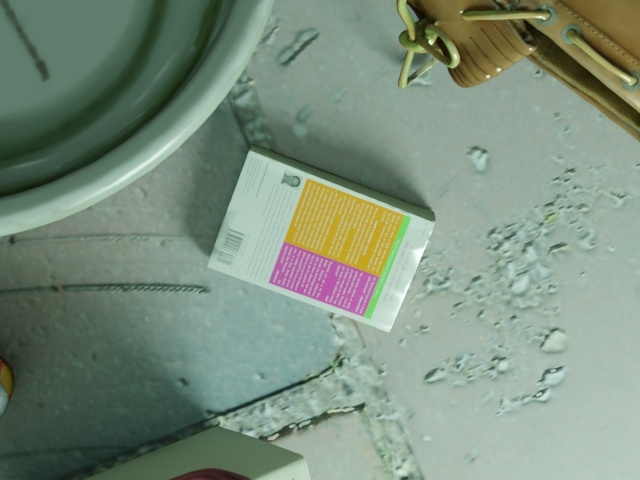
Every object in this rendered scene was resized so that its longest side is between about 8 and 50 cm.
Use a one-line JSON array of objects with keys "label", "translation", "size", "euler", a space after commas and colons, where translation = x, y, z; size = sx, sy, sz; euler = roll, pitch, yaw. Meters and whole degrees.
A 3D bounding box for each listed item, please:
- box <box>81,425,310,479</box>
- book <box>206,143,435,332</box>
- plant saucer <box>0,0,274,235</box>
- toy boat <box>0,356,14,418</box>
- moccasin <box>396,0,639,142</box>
[{"label": "box", "translation": [-0.121, 0.245, 1.010], "size": [0.232, 0.127, 0.148], "euler": [-19, 104, -32]}, {"label": "book", "translation": [0.000, 0.000, 1.057], "size": [0.144, 0.035, 0.096], "euler": [21, 106, -3]}, {"label": "plant saucer", "translation": [-0.215, -0.171, 0.937], "size": [0.400, 0.100, 0.400], "euler": [-3, 68, 7]}, {"label": "toy boat", "translation": [-0.374, 0.093, 1.014], "size": [0.318, 0.148, 0.267], "euler": [4, 88, -4]}, {"label": "moccasin", "translation": [0.122, -0.155, 0.975], "size": [0.380, 0.139, 0.147], "euler": [25, 94, -14]}]
